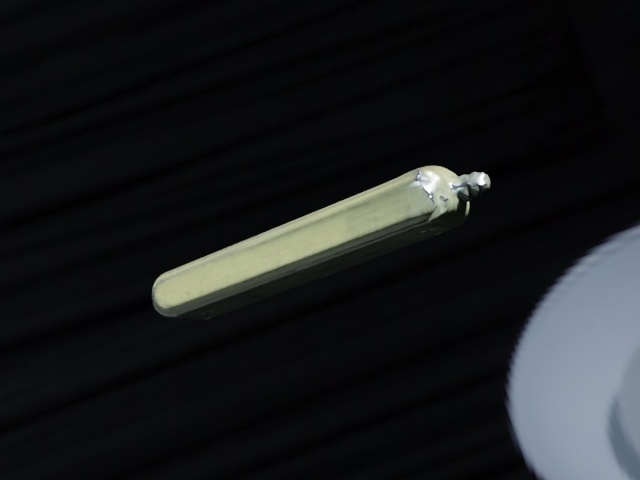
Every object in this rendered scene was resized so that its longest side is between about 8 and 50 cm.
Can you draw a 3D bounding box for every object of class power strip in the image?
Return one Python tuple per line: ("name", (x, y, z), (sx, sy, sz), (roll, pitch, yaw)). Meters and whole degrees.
("power strip", (0.000, 0.000, 1.843), (0.092, 0.387, 0.066), (4, 68, -63))
